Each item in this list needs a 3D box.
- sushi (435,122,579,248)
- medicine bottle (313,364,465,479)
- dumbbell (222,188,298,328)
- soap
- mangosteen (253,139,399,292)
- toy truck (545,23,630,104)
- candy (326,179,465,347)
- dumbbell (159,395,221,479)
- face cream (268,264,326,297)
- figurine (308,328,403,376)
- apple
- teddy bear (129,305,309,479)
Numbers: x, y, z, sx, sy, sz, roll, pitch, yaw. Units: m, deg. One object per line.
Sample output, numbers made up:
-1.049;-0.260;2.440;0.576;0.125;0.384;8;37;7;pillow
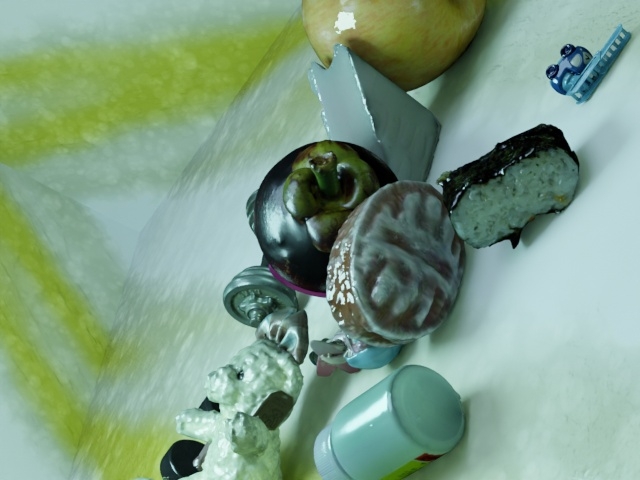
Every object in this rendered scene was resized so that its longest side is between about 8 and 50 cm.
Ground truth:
0.295;-0.079;1.511;0.212;0.147;0.115;-35;21;19;sushi
0.098;0.289;1.480;0.225;0.139;0.139;-43;26;43;medicine bottle
-0.116;0.037;2.336;0.179;0.179;0.406;-44;26;42;dumbbell
0.080;-0.197;1.986;0.159;0.302;0.258;-17;47;54;soap
0.023;-0.037;1.843;0.297;0.297;0.313;-59;19;8;mangosteen
0.423;-0.287;1.569;0.136;0.063;0.074;-57;39;10;toy truck
0.123;0.041;1.641;0.157;0.214;0.290;-31;31;54;candy
-0.227;0.439;2.099;0.218;0.152;0.152;-54;20;22;dumbbell
0.000;0.000;2.087;0.175;0.175;0.195;-28;40;59;face cream
0.075;0.180;1.796;0.205;0.103;0.260;-30;0;-30;figurine
0.153;-0.497;2.071;0.346;0.391;0.392;-9;53;43;apple
-0.199;0.321;1.850;0.327;0.375;0.362;180;86;-68;teddy bear
